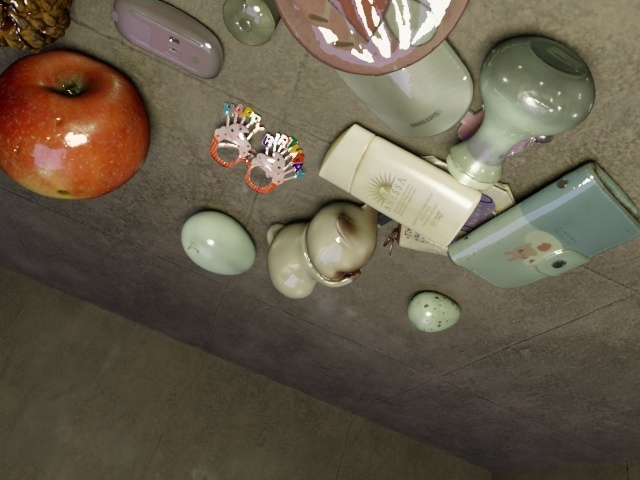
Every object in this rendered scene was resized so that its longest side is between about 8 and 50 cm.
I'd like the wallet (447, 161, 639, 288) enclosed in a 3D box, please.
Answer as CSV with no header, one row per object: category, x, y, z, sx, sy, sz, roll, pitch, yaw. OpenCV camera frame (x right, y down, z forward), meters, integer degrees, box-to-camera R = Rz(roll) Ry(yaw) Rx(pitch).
wallet,0.498,-0.002,1.011,0.252,0.083,0.360,30,134,-25

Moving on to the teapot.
teapot,0.323,-0.207,0.774,0.184,0.183,0.251,23,142,-3

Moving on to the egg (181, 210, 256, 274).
egg,-0.319,0.014,1.435,0.183,0.182,0.264,-15,138,41

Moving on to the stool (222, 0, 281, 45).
stool,-0.114,-0.409,0.797,0.096,0.110,0.096,13,147,9

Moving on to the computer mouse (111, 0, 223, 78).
computer mouse,-0.309,-0.421,0.933,0.232,0.057,0.120,24,146,-10

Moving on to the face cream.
face cream,0.166,-0.128,1.009,0.349,0.081,0.173,31,138,8

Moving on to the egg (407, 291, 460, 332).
egg,0.358,0.229,1.426,0.164,0.131,0.131,12,146,1

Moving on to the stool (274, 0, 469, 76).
stool,0.078,-0.384,0.622,0.272,0.178,0.272,8,124,12

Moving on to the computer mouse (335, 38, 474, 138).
computer mouse,0.136,-0.313,0.820,0.331,0.095,0.197,38,138,-24

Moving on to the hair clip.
hair clip,0.339,-0.207,0.903,0.146,0.056,0.187,38,134,-22

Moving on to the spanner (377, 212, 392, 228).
spanner,0.125,-0.026,1.290,0.087,0.024,0.316,33,143,-20

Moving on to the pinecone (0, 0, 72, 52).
pinecone,-0.602,-0.483,0.854,0.257,0.243,0.243,-2,140,37

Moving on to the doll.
doll,-0.001,0.029,1.241,0.370,0.215,0.226,-16,95,45

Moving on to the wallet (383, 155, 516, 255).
wallet,0.309,-0.054,1.104,0.275,0.068,0.335,13,142,9

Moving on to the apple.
apple,-0.578,-0.265,1.050,0.349,0.348,0.277,25,141,-6

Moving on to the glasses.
glasses,-0.152,-0.229,1.122,0.255,0.095,0.162,35,116,-18
